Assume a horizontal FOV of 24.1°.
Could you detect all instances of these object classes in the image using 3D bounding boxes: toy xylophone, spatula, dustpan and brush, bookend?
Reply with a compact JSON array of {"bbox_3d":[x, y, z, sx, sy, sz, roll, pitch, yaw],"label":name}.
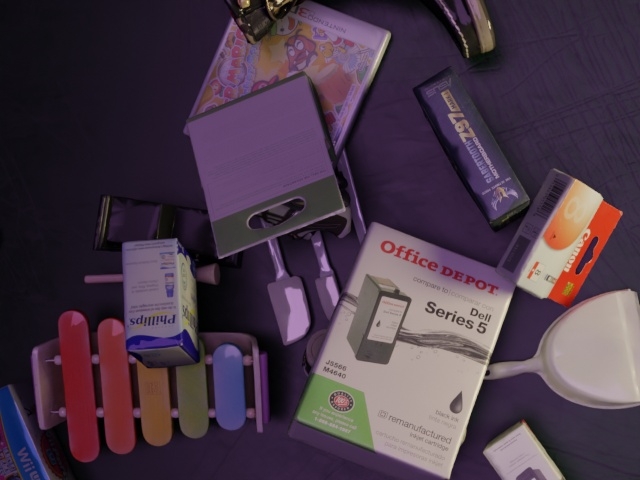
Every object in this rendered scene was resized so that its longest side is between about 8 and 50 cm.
[{"bbox_3d":[-0.221,0.156,1.949,0.323,0.081,0.236,-9,100,12],"label":"toy xylophone"},{"bbox_3d":[0.000,0.000,1.965,0.168,0.019,0.242,-17,83,11],"label":"spatula"},{"bbox_3d":[0.303,0.150,1.892,0.211,0.060,0.147,-9,77,4],"label":"dustpan and brush"},{"bbox_3d":[-0.190,-0.010,1.927,0.157,0.156,0.072,8,90,9],"label":"bookend"}]

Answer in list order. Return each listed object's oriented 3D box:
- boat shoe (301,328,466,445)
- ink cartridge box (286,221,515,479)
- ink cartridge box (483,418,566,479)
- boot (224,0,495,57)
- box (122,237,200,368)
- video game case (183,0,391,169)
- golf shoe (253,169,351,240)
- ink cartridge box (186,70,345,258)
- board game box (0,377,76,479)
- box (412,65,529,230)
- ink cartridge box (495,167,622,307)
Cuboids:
[{"bbox_3d":[0.081,0.199,1.924,0.233,0.079,0.084,31,55,6],"label":"boat shoe"},{"bbox_3d":[0.101,0.141,1.837,0.198,0.115,0.272,21,71,2],"label":"ink cartridge box"},{"bbox_3d":[0.270,0.303,1.861,0.063,0.109,0.150,-36,83,4],"label":"ink cartridge box"},{"bbox_3d":[0.021,-0.336,1.887,0.284,0.138,0.377,-32,80,0],"label":"boot"},{"bbox_3d":[-0.195,0.079,1.845,0.072,0.126,0.137,-5,75,5],"label":"box"},{"bbox_3d":[-0.045,-0.205,1.964,0.206,0.026,0.227,23,91,11],"label":"video game case"},{"bbox_3d":[-0.049,-0.037,1.927,0.198,0.077,0.093,4,126,34],"label":"golf shoe"},{"bbox_3d":[-0.064,-0.086,1.866,0.171,0.056,0.235,-21,55,7],"label":"ink cartridge box"},{"bbox_3d":[-0.486,0.347,2.006,0.303,0.097,0.224,-26,85,8],"label":"board game box"},{"bbox_3d":[0.186,-0.105,1.821,0.059,0.233,0.183,-31,85,6],"label":"box"},{"bbox_3d":[0.304,0.008,1.829,0.045,0.179,0.145,32,95,45],"label":"ink cartridge box"}]
